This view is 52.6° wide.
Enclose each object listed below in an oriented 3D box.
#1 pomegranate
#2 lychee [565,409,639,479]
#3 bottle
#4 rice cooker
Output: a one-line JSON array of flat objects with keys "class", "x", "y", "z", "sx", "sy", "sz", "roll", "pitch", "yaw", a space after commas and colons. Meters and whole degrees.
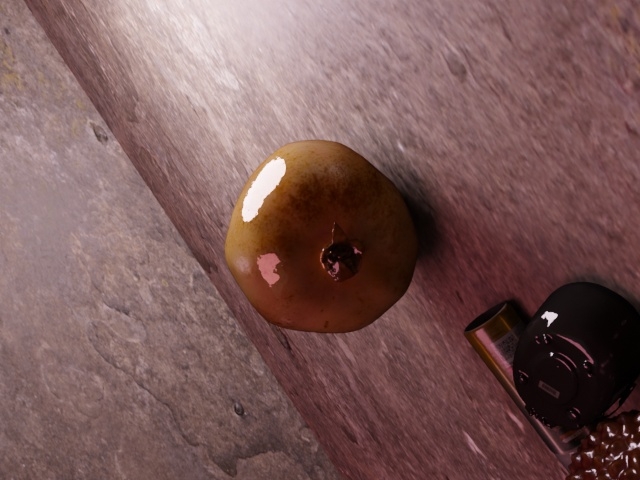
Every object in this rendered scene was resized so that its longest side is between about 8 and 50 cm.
[{"class": "pomegranate", "x": 0.000, "y": 0.000, "z": 0.986, "sx": 0.319, "sy": 0.319, "sz": 0.319, "roll": 41, "pitch": 152, "yaw": 27}, {"class": "lychee", "x": 0.407, "y": 0.329, "z": 0.703, "sx": 0.304, "sy": 0.275, "sz": 0.276, "roll": 59, "pitch": 158, "yaw": 23}, {"class": "bottle", "x": 0.324, "y": 0.225, "z": 0.935, "sx": 0.286, "sy": 0.082, "sz": 0.082, "roll": 53, "pitch": 155, "yaw": 4}, {"class": "rice cooker", "x": 0.316, "y": 0.147, "z": 0.804, "sx": 0.142, "sy": 0.118, "sz": 0.203, "roll": 32, "pitch": 139, "yaw": 34}]
